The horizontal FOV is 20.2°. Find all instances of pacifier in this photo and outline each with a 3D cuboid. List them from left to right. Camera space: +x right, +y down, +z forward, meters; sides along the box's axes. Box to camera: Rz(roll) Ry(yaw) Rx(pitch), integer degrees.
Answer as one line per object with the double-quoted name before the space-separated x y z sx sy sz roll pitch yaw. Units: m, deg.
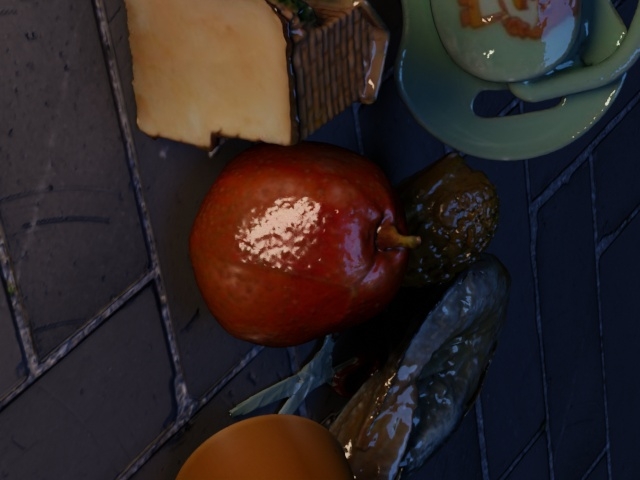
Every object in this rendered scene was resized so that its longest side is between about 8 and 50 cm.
"pacifier" 0.200 -0.263 1.848 0.269 0.288 0.343 -80 164 -77

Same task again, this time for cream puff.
"cream puff" 0.114 -0.014 1.853 0.150 0.165 0.115 -34 93 -34

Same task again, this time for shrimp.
"shrimp" 0.085 0.182 1.916 0.445 0.110 0.221 -50 156 -31

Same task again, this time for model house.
"model house" -0.044 -0.176 1.525 0.172 0.183 0.166 -33 130 -45

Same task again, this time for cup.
"cup" -0.039 0.309 1.653 0.182 0.264 0.226 32 103 -33

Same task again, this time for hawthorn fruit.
"hawthorn fruit" 0.000 0.000 1.628 0.196 0.225 0.196 2 88 -55

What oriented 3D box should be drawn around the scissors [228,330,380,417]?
"scissors" -0.015 0.146 1.855 0.248 0.017 0.144 -40 133 -43
